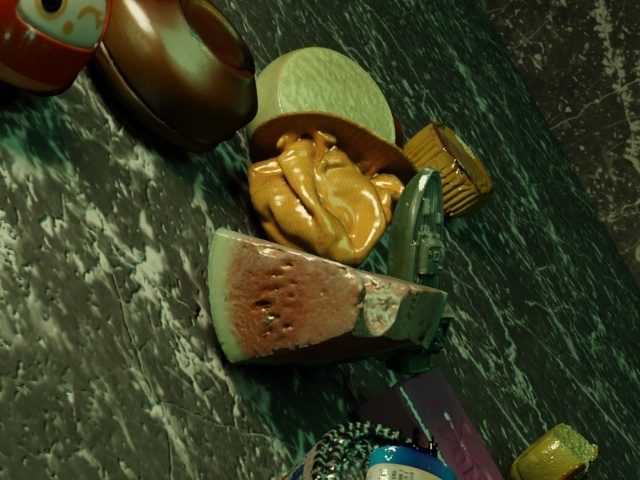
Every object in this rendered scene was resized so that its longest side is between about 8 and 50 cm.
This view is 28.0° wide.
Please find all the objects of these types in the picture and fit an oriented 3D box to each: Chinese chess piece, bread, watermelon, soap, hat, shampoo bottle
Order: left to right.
[{"bbox_3d":[0.000,-0.161,1.832,0.238,0.092,0.237,19,57,-33],"label":"Chinese chess piece"},{"bbox_3d":[0.000,0.000,1.650,0.234,0.244,0.233,14,58,-8],"label":"hat"},{"bbox_3d":[0.016,0.087,1.447,0.318,0.226,0.148,14,84,-28],"label":"watermelon"},{"bbox_3d":[0.079,0.247,1.153,0.087,0.050,0.183,20,40,-7],"label":"shampoo bottle"},{"bbox_3d":[0.232,-0.125,2.373,0.199,0.104,0.199,46,19,-21],"label":"bread"},{"bbox_3d":[0.161,0.296,1.630,0.259,0.081,0.181,60,21,10],"label":"soap"},{"bbox_3d":[0.343,0.339,1.911,0.086,0.125,0.156,51,18,10],"label":"bread"}]

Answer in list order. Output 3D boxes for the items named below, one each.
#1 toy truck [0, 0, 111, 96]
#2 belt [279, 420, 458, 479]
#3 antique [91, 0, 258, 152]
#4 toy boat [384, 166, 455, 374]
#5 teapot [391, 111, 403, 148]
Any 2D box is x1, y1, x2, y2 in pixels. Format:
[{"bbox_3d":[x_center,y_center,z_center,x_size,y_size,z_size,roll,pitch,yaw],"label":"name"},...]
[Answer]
[{"bbox_3d":[-0.291,-0.296,1.289,0.189,0.239,0.264,15,46,-59],"label":"toy truck"},{"bbox_3d":[0.048,0.333,1.218,0.207,0.160,0.295,8,48,-38],"label":"belt"},{"bbox_3d":[-0.174,-0.221,1.589,0.278,0.129,0.223,29,32,-54],"label":"antique"},{"bbox_3d":[0.128,0.038,1.598,0.078,0.085,0.260,4,91,-54],"label":"toy boat"},{"bbox_3d":[0.064,-0.171,2.086,0.116,0.116,0.173,37,2,-41],"label":"teapot"}]
